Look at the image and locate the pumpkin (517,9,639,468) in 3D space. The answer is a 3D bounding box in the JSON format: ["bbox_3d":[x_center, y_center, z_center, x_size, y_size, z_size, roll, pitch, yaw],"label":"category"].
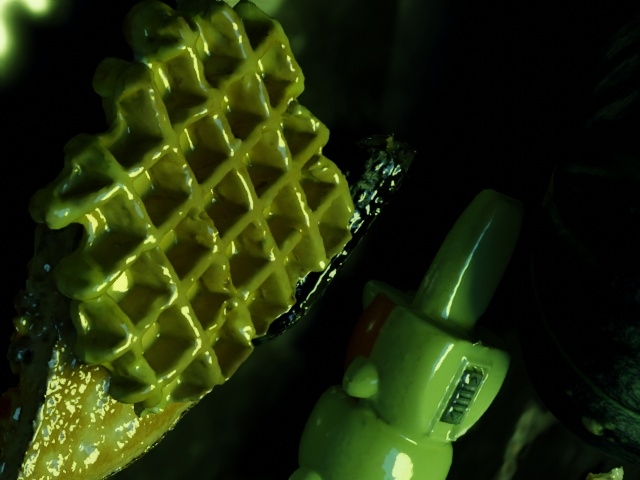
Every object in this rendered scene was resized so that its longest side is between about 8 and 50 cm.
[{"bbox_3d":[0.288,-0.004,1.222,0.363,0.266,0.363,13,90,-85],"label":"pumpkin"}]

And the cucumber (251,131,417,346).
[{"bbox_3d":[0.000,0.000,1.154,0.181,0.053,0.053,-53,139,-3],"label":"cucumber"}]

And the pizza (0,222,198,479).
[{"bbox_3d":[-0.146,0.051,1.033,0.188,0.062,0.199,-28,125,-47],"label":"pizza"}]

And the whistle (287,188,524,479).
[{"bbox_3d":[0.066,0.094,1.227,0.131,0.106,0.288,16,102,-46],"label":"whistle"}]

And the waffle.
[{"bbox_3d":[-0.080,-0.030,0.999,0.229,0.057,0.219,-48,134,-36],"label":"waffle"}]

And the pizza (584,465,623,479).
[{"bbox_3d":[0.287,0.293,1.604,0.195,0.052,0.185,2,104,-41],"label":"pizza"}]
